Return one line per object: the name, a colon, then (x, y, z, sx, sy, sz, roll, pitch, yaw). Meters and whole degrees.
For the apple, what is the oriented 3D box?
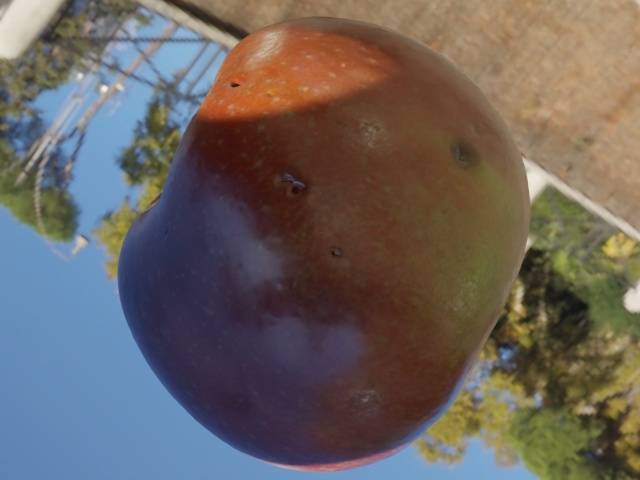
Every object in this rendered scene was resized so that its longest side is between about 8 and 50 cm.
apple: (0.000, 0.000, 0.865, 0.277, 0.348, 0.348, 30, -163, -6)
